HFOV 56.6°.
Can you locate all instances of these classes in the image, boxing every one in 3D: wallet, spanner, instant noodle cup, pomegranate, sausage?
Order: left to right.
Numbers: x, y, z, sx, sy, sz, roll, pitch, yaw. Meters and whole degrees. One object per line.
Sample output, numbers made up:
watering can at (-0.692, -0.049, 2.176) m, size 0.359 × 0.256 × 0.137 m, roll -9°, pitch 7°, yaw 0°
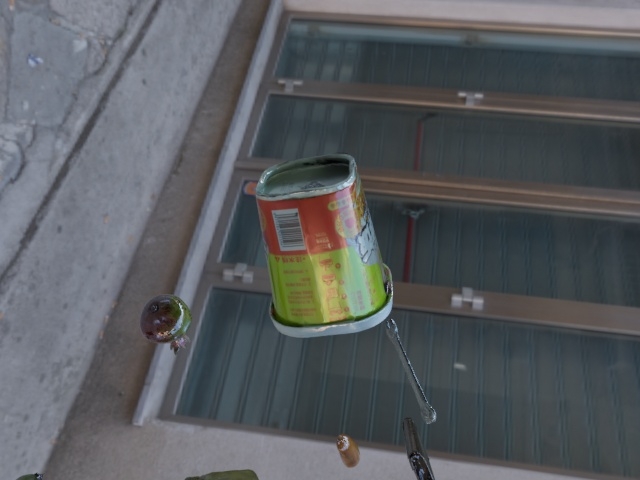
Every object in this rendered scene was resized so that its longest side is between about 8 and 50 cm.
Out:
pomegranate at (-0.389, 0.210, 1.493) m, size 0.129 × 0.130 × 0.159 m, roll -77°, pitch -179°, yaw -46°
instant noodle cup at (0.000, 0.000, 1.232) m, size 0.293 × 0.294 × 0.307 m, roll -72°, pitch 154°, yaw -60°
sausage at (0.078, 0.583, 1.650) m, size 0.183 × 0.054 × 0.062 m, roll 72°, pitch 8°, yaw -47°
spanner at (0.229, 0.337, 1.552) m, size 0.071 × 0.018 × 0.301 m, roll 105°, pitch -31°, yaw -53°
wallet at (0.194, 0.427, 1.160) m, size 0.198 × 0.031 × 0.110 m, roll -23°, pitch 91°, yaw -86°

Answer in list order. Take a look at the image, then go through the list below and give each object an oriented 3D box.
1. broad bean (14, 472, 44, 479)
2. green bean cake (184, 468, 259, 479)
broad bean at (-0.945, 0.772, 1.823) m, size 0.061 × 0.077 × 0.339 m, roll -44°, pitch 169°, yaw -4°
green bean cake at (-0.236, 0.675, 1.470) m, size 0.236 × 0.233 × 0.123 m, roll -156°, pitch -111°, yaw -66°
